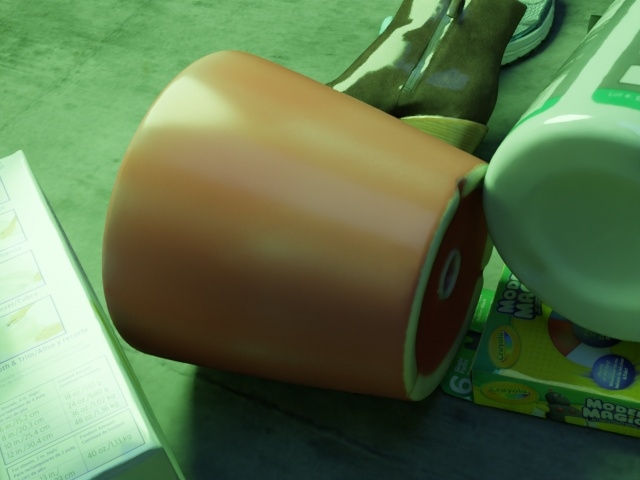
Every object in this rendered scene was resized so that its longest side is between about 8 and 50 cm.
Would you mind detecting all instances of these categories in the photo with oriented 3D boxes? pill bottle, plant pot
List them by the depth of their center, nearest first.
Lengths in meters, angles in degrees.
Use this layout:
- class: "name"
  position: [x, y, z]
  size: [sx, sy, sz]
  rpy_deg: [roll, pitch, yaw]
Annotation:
- class: "pill bottle"
  position: [0.297, -0.106, 0.779]
  size: [0.204, 0.204, 0.361]
  rpy_deg: [20, 49, 29]
- class: "plant pot"
  position: [0.000, 0.000, 0.789]
  size: [0.243, 0.275, 0.275]
  rpy_deg: [17, 52, 23]

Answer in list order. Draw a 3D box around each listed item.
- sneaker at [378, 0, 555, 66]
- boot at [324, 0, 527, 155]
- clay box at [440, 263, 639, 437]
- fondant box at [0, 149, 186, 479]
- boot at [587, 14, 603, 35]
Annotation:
- class: "sneaker"
  position: [0.174, -0.259, 1.101]
  size: [0.110, 0.122, 0.283]
  rpy_deg: [30, 58, 35]
- class: "boot"
  position: [0.070, -0.186, 1.006]
  size: [0.248, 0.090, 0.207]
  rpy_deg: [21, 96, 16]
- class: "clay box"
  position: [0.219, 0.087, 0.798]
  size: [0.222, 0.053, 0.127]
  rpy_deg: [9, 49, 20]
- class: "fondant box"
  position: [-0.183, 0.120, 0.722]
  size: [0.096, 0.238, 0.330]
  rpy_deg: [-27, 47, -13]
- class: "boot"
  position: [0.347, -0.175, 1.020]
  size: [0.137, 0.077, 0.198]
  rpy_deg: [9, 49, 13]
